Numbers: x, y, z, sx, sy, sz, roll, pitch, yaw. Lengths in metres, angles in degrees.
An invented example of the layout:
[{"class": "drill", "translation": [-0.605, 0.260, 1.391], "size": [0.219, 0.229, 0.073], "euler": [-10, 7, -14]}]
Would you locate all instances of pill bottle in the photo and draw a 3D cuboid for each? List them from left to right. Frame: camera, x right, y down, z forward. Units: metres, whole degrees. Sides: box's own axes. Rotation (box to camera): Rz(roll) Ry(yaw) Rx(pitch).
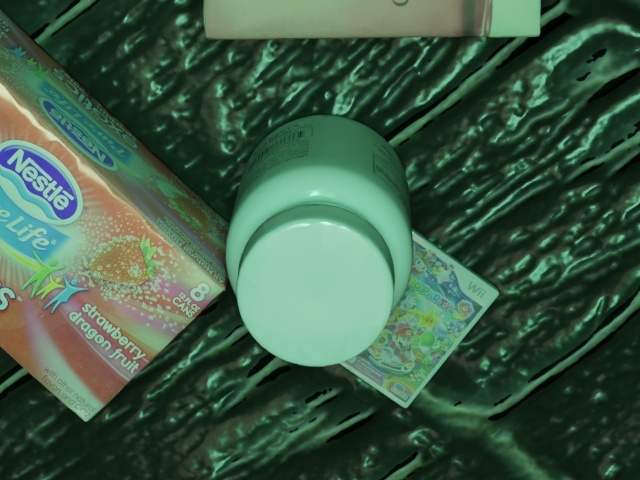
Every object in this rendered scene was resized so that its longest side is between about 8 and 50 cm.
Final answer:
[{"class": "pill bottle", "translation": [0.000, 0.000, 1.209], "size": [0.131, 0.229, 0.131], "euler": [1, 108, 2]}]

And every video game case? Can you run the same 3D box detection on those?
[{"class": "video game case", "translation": [0.069, 0.062, 1.343], "size": [0.087, 0.011, 0.122], "euler": [35, 105, -9]}]

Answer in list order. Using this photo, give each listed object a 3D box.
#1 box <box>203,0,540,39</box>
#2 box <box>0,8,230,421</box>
[{"class": "box", "translation": [0.035, -0.221, 1.191], "size": [0.232, 0.127, 0.149], "euler": [-1, 107, 2]}, {"class": "box", "translation": [-0.218, -0.037, 1.248], "size": [0.154, 0.142, 0.300], "euler": [-43, 102, 12]}]
